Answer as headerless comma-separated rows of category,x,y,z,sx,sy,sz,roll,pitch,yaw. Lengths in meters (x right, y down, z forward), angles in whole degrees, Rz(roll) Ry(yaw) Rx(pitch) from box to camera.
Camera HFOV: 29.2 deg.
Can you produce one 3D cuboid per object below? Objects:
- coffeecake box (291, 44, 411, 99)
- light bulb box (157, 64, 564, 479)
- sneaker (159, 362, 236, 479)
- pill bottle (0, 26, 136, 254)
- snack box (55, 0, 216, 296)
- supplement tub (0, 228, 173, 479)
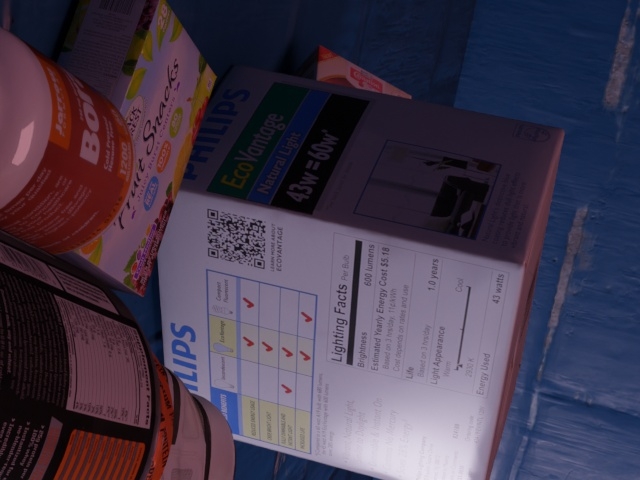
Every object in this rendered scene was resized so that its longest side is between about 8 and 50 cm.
coffeecake box,0.033,-0.120,1.457,0.068,0.142,0.185,-42,-147,41
light bulb box,0.037,0.046,1.291,0.225,0.361,0.357,-63,162,-47
sneaker,-0.189,0.284,0.948,0.257,0.169,0.447,60,29,-56
pill bottle,-0.199,-0.062,0.728,0.216,0.121,0.121,34,71,-76
snack box,-0.163,-0.075,0.977,0.174,0.070,0.207,58,47,-72
supplement tub,-0.206,0.081,0.639,0.316,0.194,0.193,43,62,-68
